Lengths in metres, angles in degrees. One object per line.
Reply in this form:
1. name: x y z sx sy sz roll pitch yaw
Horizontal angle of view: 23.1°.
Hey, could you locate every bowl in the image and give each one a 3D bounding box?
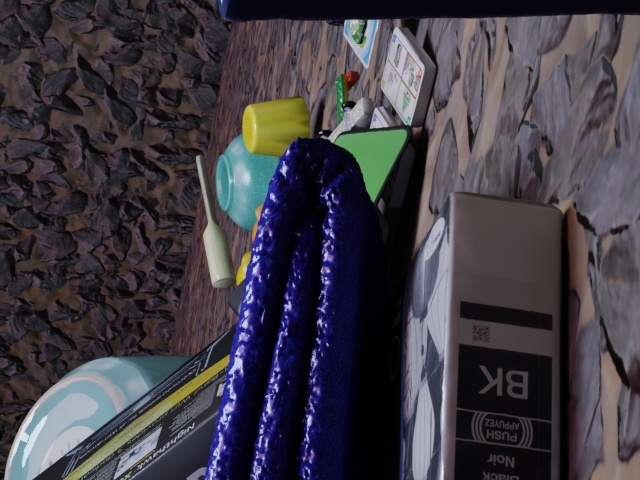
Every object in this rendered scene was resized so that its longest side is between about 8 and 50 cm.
1. bowl: -0.197 0.239 1.567 0.312 0.163 0.311 -22 54 34

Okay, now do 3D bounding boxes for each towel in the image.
1. towel: -0.003 0.095 0.927 0.308 0.076 0.227 72 -158 -69

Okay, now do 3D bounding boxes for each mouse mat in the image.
1. mouse mat: 0.000 0.000 1.159 0.189 0.007 0.153 -65 19 -7

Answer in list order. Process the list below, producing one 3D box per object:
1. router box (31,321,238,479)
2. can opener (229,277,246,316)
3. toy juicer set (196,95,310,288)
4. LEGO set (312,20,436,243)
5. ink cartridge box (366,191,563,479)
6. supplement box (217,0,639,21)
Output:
1. router box: -0.128 0.186 1.251 0.309 0.081 0.243 -38 10 11
2. can opener: -0.032 0.057 1.558 0.095 0.076 0.283 -50 7 -3
3. toy juicer set: -0.068 -0.032 1.805 0.329 0.090 0.209 152 113 -70
4. LEGO set: 0.045 -0.103 1.249 0.244 0.060 0.182 -117 35 -57
5. ink cartridge box: 0.062 0.160 0.743 0.165 0.065 0.332 115 161 -61
6. supplement box: 0.033 -0.241 0.702 0.356 0.195 0.194 -111 20 -63
